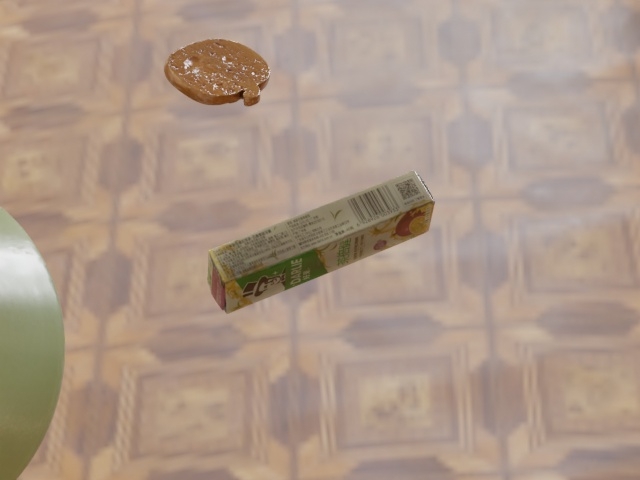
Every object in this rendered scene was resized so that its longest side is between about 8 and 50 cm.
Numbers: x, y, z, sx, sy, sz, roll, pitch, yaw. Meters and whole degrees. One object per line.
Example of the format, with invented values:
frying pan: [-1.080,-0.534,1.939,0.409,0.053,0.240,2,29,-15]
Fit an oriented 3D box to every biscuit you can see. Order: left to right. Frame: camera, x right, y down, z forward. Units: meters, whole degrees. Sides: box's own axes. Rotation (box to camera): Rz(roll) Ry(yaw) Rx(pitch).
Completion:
biscuit: [-0.077,-0.127,1.473,0.078,0.015,0.091,41,40,25]

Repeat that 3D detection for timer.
timer: [-0.367,0.074,1.347,0.291,0.315,0.291,-1,84,12]

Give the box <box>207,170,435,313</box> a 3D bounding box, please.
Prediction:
box: [0.000,0.000,1.631,0.207,0.050,0.041,-22,62,-17]
